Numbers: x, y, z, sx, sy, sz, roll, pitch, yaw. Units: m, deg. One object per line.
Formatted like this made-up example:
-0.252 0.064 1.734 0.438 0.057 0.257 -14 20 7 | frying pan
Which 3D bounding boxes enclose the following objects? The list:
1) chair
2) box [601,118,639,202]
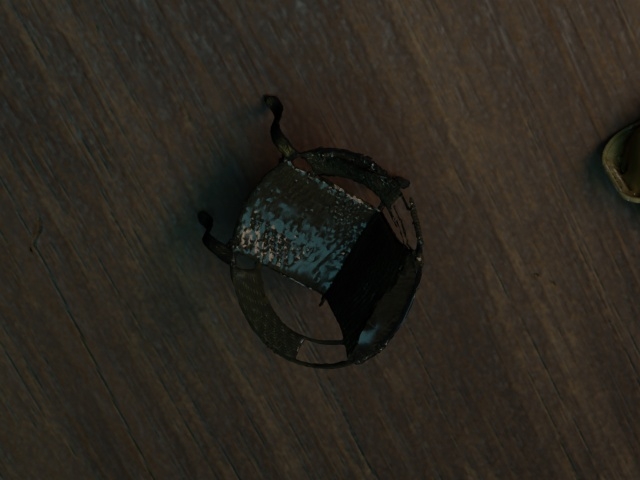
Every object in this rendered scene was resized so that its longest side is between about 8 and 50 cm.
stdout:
0.000 0.000 1.587 0.149 0.213 0.174 27 105 -18 | chair
0.325 -0.081 1.631 0.177 0.111 0.111 -29 109 7 | box
